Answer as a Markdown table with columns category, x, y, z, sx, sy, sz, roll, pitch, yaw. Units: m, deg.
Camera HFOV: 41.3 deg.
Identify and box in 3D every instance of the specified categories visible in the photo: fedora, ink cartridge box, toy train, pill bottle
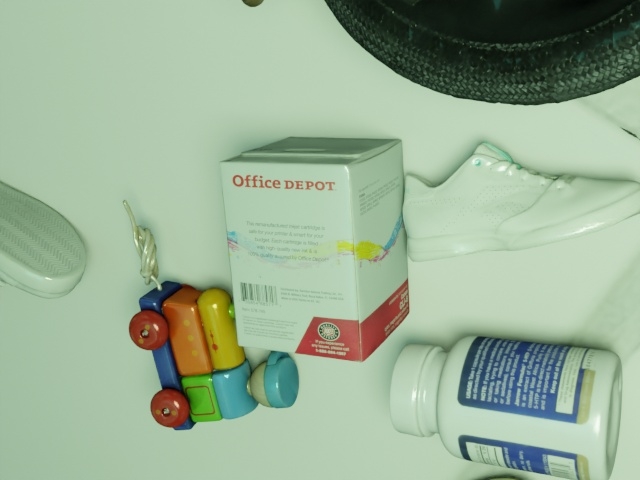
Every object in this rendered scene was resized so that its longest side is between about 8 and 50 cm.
| category | x | y | z | sx | sy | sz | roll | pitch | yaw |
| --- | --- | --- | --- | --- | --- | --- | --- | --- | --- |
| fedora | 0.149 | -0.254 | 0.594 | 0.334 | 0.152 | 0.334 | 10 | 109 | 32 |
| ink cartridge box | 0.000 | 0.000 | 0.773 | 0.128 | 0.127 | 0.176 | 5 | 109 | 26 |
| toy train | -0.115 | 0.069 | 0.879 | 0.143 | 0.105 | 0.248 | -8 | 103 | 18 |
| pill bottle | 0.162 | 0.142 | 0.748 | 0.187 | 0.112 | 0.112 | 5 | 109 | 26 |

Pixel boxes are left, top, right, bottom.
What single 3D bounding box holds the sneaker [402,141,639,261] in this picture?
| category | x | y | z | sx | sy | sz | roll | pitch | yaw |
| --- | --- | --- | --- | --- | --- | --- | --- | --- | --- |
| sneaker | 0.162 | -0.040 | 0.714 | 0.212 | 0.080 | 0.094 | -10 | 90 | 31 |

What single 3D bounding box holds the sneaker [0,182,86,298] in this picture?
| category | x | y | z | sx | sy | sz | roll | pitch | yaw |
| --- | --- | --- | --- | --- | --- | --- | --- | --- | --- |
| sneaker | -0.393 | 0.028 | 1.006 | 0.292 | 0.108 | 0.169 | 31 | 120 | 26 |

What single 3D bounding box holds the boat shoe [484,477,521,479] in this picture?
| category | x | y | z | sx | sy | sz | roll | pitch | yaw |
| --- | --- | --- | --- | --- | --- | --- | --- | --- | --- |
| boat shoe | 0.106 | 0.363 | 0.851 | 0.121 | 0.110 | 0.341 | 45 | 121 | 7 |

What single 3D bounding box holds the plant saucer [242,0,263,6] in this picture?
| category | x | y | z | sx | sy | sz | roll | pitch | yaw |
| --- | --- | --- | --- | --- | --- | --- | --- | --- | --- |
| plant saucer | -0.036 | -0.313 | 0.618 | 0.041 | 0.278 | 0.277 | 10 | 116 | -15 |
